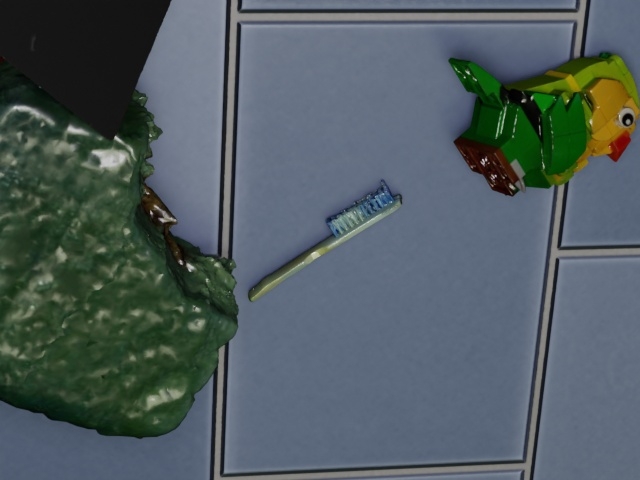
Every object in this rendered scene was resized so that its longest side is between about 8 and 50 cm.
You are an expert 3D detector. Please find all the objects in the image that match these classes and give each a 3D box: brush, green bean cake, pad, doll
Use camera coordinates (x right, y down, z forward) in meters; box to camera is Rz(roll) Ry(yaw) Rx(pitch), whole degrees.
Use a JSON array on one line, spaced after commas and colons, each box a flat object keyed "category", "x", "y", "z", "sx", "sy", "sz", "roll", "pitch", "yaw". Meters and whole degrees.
[{"category": "brush", "x": 0.000, "y": 0.001, "z": 1.818, "sx": 0.178, "sy": 0.033, "sz": 0.030, "roll": -33, "pitch": 111, "yaw": 5}, {"category": "green bean cake", "x": -0.219, "y": 0.003, "z": 1.703, "sx": 0.308, "sy": 0.169, "sz": 0.300, "roll": 22, "pitch": 111, "yaw": -21}, {"category": "pad", "x": -0.181, "y": -0.234, "z": 1.573, "sx": 0.159, "sy": 0.009, "sz": 0.265, "roll": 40, "pitch": 60, "yaw": -41}, {"category": "doll", "x": 0.214, "y": -0.118, "z": 1.763, "sx": 0.186, "sy": 0.106, "sz": 0.134, "roll": -12, "pitch": 104, "yaw": -24}]

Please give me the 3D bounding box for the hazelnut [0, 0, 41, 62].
[{"category": "hazelnut", "x": -0.336, "y": -0.229, "z": 1.557, "sx": 0.229, "sy": 0.229, "sz": 0.229, "roll": -4, "pitch": 116, "yaw": -9}]
